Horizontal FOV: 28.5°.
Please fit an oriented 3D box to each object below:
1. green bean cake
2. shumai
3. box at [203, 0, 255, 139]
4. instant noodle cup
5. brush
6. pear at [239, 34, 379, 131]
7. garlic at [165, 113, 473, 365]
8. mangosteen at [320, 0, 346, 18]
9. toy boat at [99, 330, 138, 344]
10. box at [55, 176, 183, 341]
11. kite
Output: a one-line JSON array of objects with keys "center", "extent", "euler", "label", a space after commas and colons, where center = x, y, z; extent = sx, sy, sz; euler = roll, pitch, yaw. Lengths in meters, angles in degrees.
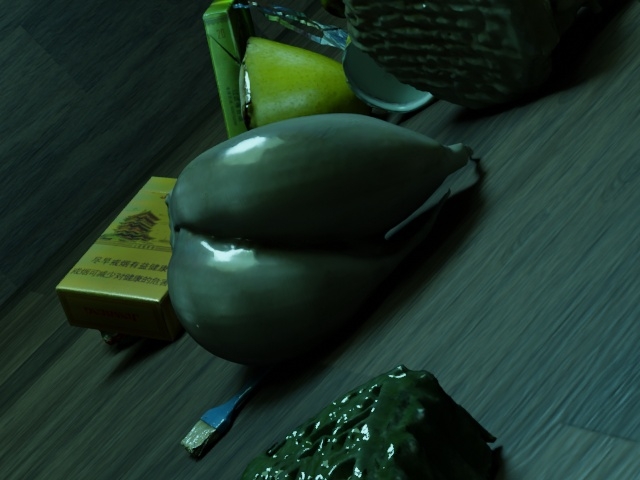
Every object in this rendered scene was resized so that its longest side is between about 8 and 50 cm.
[{"center": [0.011, 0.178, 0.791], "extent": [0.173, 0.094, 0.181], "euler": [-34, 16, 35], "label": "green bean cake"}, {"center": [0.182, -0.317, 1.431], "extent": [0.262, 0.267, 0.314], "euler": [-51, 22, -24], "label": "shumai"}, {"center": [-0.113, -0.211, 1.890], "extent": [0.043, 0.311, 0.173], "euler": [-7, 22, 8], "label": "box"}, {"center": [0.114, -0.270, 1.704], "extent": [0.182, 0.182, 0.144], "euler": [-29, 28, 43], "label": "instant noodle cup"}, {"center": [-0.076, 0.153, 1.267], "extent": [0.164, 0.014, 0.051], "euler": [-45, 20, -14], "label": "brush"}, {"center": [-0.012, -0.191, 1.817], "extent": [0.178, 0.266, 0.267], "euler": [-12, 21, 10], "label": "pear"}, {"center": [0.000, 0.000, 1.269], "extent": [0.340, 0.231, 0.246], "euler": [-11, -11, 6], "label": "garlic"}, {"center": [0.126, -0.435, 1.830], "extent": [0.314, 0.296, 0.297], "euler": [-3, -9, -31], "label": "mangosteen"}, {"center": [-0.299, 0.112, 1.878], "extent": [0.089, 0.071, 0.185], "euler": [-49, 15, -22], "label": "toy boat"}, {"center": [-0.224, 0.019, 1.786], "extent": [0.174, 0.076, 0.274], "euler": [7, 40, 25], "label": "box"}, {"center": [0.005, -0.311, 1.874], "extent": [0.169, 0.310, 0.015], "euler": [-102, 36, -66], "label": "kite"}]
